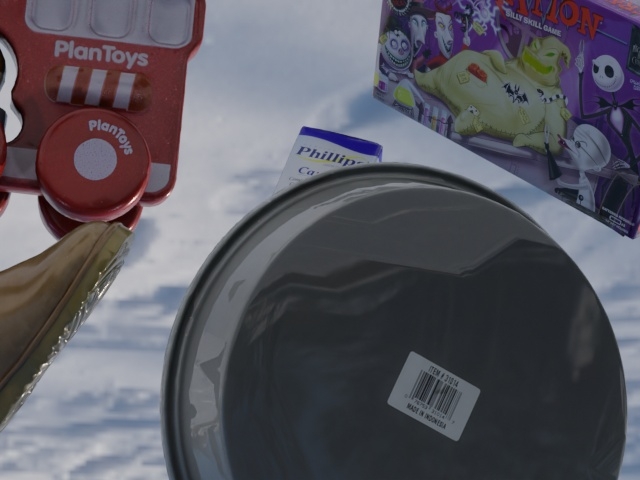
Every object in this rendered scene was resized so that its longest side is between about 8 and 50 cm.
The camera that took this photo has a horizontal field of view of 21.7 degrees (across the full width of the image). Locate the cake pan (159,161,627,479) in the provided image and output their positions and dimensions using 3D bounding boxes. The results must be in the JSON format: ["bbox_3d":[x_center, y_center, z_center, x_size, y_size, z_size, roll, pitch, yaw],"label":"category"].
[{"bbox_3d":[0.055,0.096,0.968,0.293,0.293,0.054,7,171,-19],"label":"cake pan"}]

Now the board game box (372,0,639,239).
[{"bbox_3d":[0.191,-0.165,1.582,0.056,0.208,0.347,-18,-142,-40],"label":"board game box"}]

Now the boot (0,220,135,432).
[{"bbox_3d":[-0.308,0.006,1.283,0.269,0.089,0.236,38,112,-3],"label":"boot"}]

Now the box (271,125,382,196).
[{"bbox_3d":[0.000,0.000,1.371,0.072,0.137,0.126,11,135,9],"label":"box"}]

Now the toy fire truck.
[{"bbox_3d":[-0.266,-0.135,1.529,0.302,0.254,0.169,7,167,-7],"label":"toy fire truck"}]
